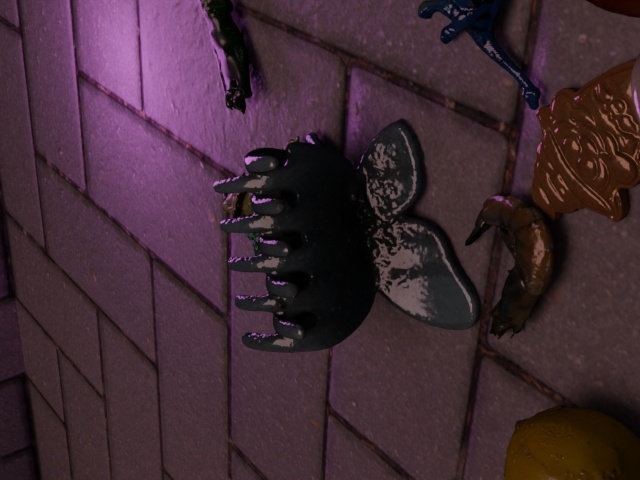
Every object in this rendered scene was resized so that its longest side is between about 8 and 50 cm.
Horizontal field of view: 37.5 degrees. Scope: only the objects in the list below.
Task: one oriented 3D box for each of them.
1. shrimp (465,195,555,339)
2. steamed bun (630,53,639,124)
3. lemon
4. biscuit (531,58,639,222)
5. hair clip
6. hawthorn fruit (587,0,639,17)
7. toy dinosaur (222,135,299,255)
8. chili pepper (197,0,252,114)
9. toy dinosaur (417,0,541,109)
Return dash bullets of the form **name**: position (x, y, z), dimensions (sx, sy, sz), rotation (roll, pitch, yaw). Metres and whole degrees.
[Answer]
- **shrimp**: position (0.242, 0.032, 1.240), dimensions (0.150, 0.051, 0.217), rotation (54, 147, 37)
- **steamed bun**: position (0.392, -0.111, 0.844), dimensions (0.242, 0.164, 0.146), rotation (63, 144, 13)
- **lemon**: position (0.311, 0.287, 1.152), dimensions (0.206, 0.173, 0.174), rotation (39, 136, 51)
- **biscuit**: position (0.312, -0.111, 1.083), dimensions (0.162, 0.035, 0.250), rotation (49, 140, 23)
- **hair clip**: position (0.000, 0.000, 1.403), dimensions (0.392, 0.238, 0.318), rotation (5, 107, 55)
- **hawthorn fruit**: position (0.286, -0.295, 0.872), dimensions (0.179, 0.200, 0.179), rotation (20, 118, 45)
- **toy dinosaur**: position (-0.084, -0.076, 1.624), dimensions (0.259, 0.094, 0.153), rotation (-43, 74, 45)
- **chili pepper**: position (-0.158, -0.328, 1.623), dimensions (0.098, 0.061, 0.224), rotation (-1, 108, 70)
- **toy dinosaur**: position (0.173, -0.310, 1.144), dimensions (0.144, 0.076, 0.329), rotation (-1, 107, 49)
